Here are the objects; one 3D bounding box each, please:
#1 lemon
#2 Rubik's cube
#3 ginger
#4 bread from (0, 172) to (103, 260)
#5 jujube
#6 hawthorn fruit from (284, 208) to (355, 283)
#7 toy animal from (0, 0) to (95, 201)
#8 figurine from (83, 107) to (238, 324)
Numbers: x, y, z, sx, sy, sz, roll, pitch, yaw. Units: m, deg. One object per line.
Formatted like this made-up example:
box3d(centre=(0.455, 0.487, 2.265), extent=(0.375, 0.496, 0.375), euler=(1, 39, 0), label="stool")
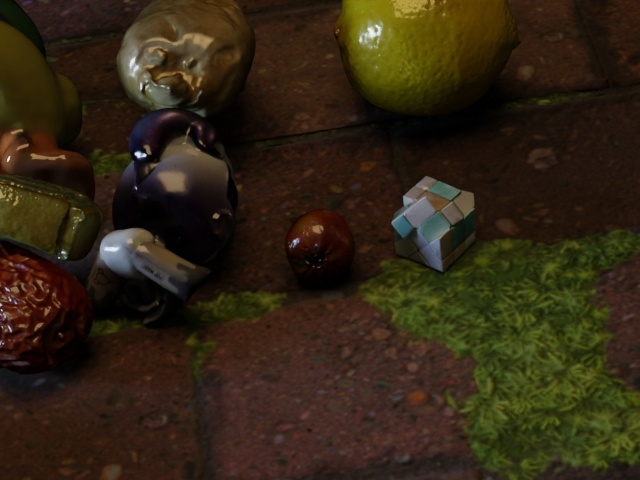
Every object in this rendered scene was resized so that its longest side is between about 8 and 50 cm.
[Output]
box3d(centre=(0.114, -0.219, 2.019), extent=(0.203, 0.178, 0.178), euler=(3, 41, -6), label="lemon")
box3d(centre=(0.108, -0.021, 1.871), extent=(0.084, 0.073, 0.075), euler=(11, 44, 17), label="Rubik's cube")
box3d(centre=(-0.140, -0.196, 2.022), extent=(0.138, 0.152, 0.267), euler=(11, 4, 0), label="ginger")
box3d(centre=(-0.290, -0.030, 1.837), extent=(0.156, 0.064, 0.117), euler=(15, 5, -17), label="bread")
box3d(centre=(-0.298, 0.062, 1.817), extent=(0.112, 0.109, 0.176), euler=(5, 15, -46), label="jujube")
box3d(centre=(-0.002, 0.004, 1.863), extent=(0.077, 0.077, 0.077), euler=(-4, 41, 4), label="hawthorn fruit")
box3d(centre=(-0.370, -0.159, 2.005), extent=(0.216, 0.191, 0.338), euler=(-17, 42, -10), label="toy animal")
box3d(centre=(-0.157, -0.033, 1.879), extent=(0.145, 0.145, 0.222), euler=(7, 44, 16), label="figurine")
